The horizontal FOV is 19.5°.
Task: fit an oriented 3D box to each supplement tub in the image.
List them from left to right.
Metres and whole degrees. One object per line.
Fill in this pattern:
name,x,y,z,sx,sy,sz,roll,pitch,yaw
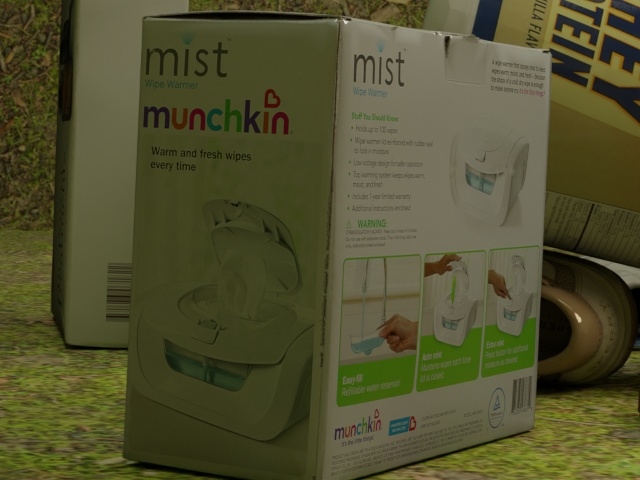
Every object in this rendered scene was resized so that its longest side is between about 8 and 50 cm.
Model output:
supplement tub,0.223,-0.097,1.332,0.316,0.228,0.228,13,3,2

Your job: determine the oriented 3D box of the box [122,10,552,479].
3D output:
box,0.021,-0.001,1.015,0.127,0.231,0.262,4,4,30

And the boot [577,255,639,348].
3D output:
boot,0.282,0.057,1.649,0.258,0.095,0.123,-6,17,-37

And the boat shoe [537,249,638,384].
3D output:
boat shoe,0.055,0.038,1.363,0.341,0.121,0.110,5,3,30

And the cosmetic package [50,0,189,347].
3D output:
cosmetic package,-0.176,-0.109,1.600,0.097,0.377,0.284,2,2,-9

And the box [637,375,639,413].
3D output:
box,0.237,0.102,1.118,0.081,0.028,0.136,2,1,4
